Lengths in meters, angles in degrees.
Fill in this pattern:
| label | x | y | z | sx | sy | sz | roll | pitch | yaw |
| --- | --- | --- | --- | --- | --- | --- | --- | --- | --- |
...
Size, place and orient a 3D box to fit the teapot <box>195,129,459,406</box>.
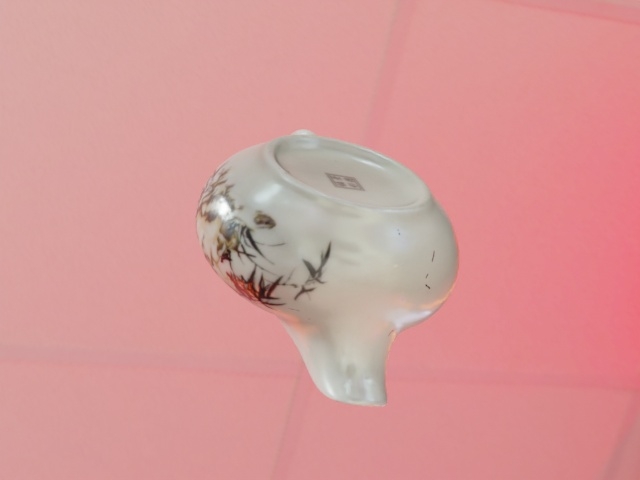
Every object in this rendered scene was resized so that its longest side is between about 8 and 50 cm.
| label | x | y | z | sx | sy | sz | roll | pitch | yaw |
| --- | --- | --- | --- | --- | --- | --- | --- | --- | --- |
| teapot | 0.000 | 0.000 | 1.068 | 0.208 | 0.300 | 0.166 | -4 | -71 | -17 |
